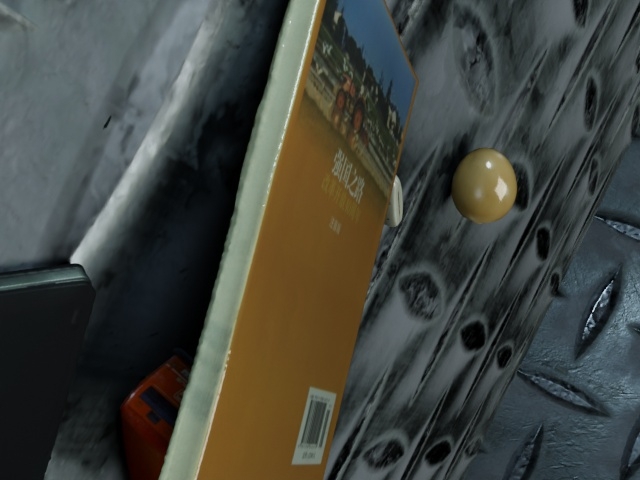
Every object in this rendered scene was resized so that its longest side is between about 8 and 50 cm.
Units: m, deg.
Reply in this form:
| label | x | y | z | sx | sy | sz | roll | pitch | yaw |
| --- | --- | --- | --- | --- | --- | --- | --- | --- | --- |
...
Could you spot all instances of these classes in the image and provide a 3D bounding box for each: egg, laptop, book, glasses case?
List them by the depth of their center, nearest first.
| label | x | y | z | sx | sy | sz | roll | pitch | yaw |
| --- | --- | --- | --- | --- | --- | --- | --- | --- | --- |
| laptop | -0.195 | 0.090 | 0.399 | 0.207 | 0.026 | 0.154 | -9 | 123 | -63 |
| book | 0.000 | 0.000 | 0.617 | 0.262 | 0.028 | 0.374 | 40 | 62 | -67 |
| glasses case | 0.063 | -0.042 | 0.823 | 0.021 | 0.032 | 0.083 | -51 | 155 | -23 |
| egg | 0.200 | -0.070 | 1.038 | 0.080 | 0.080 | 0.096 | -42 | 140 | -43 |

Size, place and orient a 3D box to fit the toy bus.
| label | x | y | z | sx | sy | sz | roll | pitch | yaw |
| --- | --- | --- | --- | --- | --- | --- | --- | --- | --- |
| toy bus | -0.101 | 0.167 | 0.637 | 0.077 | 0.079 | 0.174 | -35 | 146 | -35 |
